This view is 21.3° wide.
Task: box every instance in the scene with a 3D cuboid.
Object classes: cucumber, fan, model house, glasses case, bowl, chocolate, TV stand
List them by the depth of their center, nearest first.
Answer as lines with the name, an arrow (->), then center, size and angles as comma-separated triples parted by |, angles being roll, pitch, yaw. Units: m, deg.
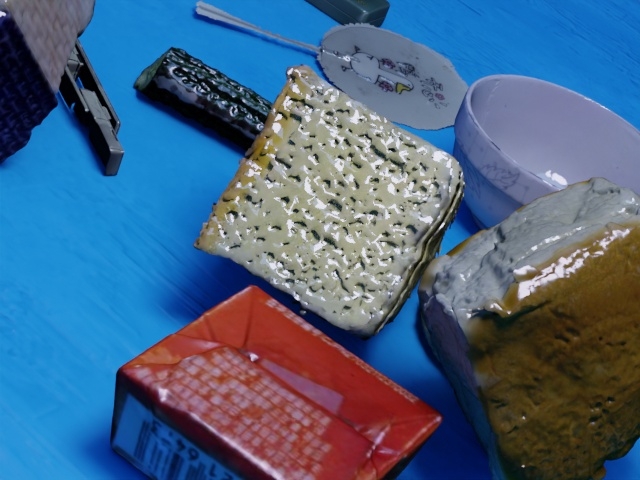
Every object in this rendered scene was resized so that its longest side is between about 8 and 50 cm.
chocolate -> -0.044, 0.173, 1.561 | 0.237, 0.108, 0.235 | 32, 32, 16
model house -> -0.428, -0.219, 1.807 | 0.298, 0.243, 0.284 | 3, 55, 13
TV stand -> -0.273, -0.162, 1.979 | 0.042, 0.036, 0.249 | 5, 36, -32
cucumber -> -0.102, -0.153, 2.055 | 0.265, 0.077, 0.077 | 30, 31, 5
bowl -> 0.286, -0.070, 2.125 | 0.287, 0.144, 0.287 | 18, 31, -11
fan -> 0.026, -0.254, 2.334 | 0.414, 0.012, 0.233 | 17, 36, -14
glasses case -> 0.009, -0.370, 2.492 | 0.184, 0.039, 0.078 | 36, 32, 18

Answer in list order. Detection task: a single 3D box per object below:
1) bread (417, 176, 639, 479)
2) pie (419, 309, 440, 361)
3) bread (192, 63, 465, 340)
bread -> 0.244, 0.092, 1.683 | 0.279, 0.250, 0.225 | -26, 18, -13
pie -> 0.232, 0.104, 1.909 | 0.274, 0.055, 0.274 | 18, 32, -12
bread -> 0.000, 0.000, 1.827 | 0.248, 0.315, 0.279 | 27, 63, 10
